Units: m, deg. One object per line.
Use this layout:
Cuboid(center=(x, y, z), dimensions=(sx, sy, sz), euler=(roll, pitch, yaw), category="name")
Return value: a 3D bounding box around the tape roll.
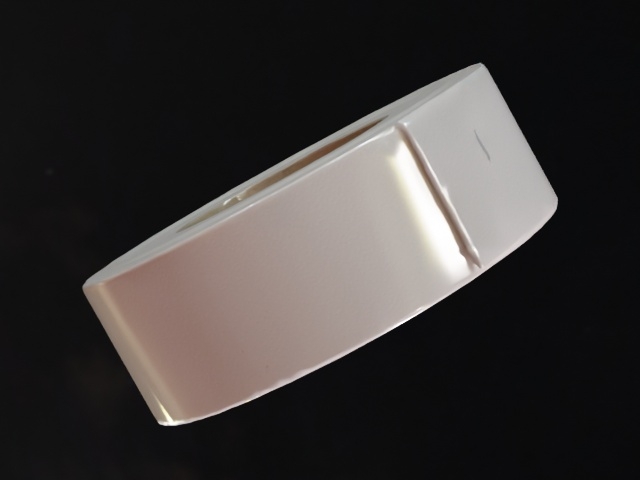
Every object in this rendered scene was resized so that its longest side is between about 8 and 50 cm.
Cuboid(center=(0.000, 0.000, 1.115), dimensions=(0.286, 0.286, 0.100), euler=(-23, -83, 47), category="tape roll")
